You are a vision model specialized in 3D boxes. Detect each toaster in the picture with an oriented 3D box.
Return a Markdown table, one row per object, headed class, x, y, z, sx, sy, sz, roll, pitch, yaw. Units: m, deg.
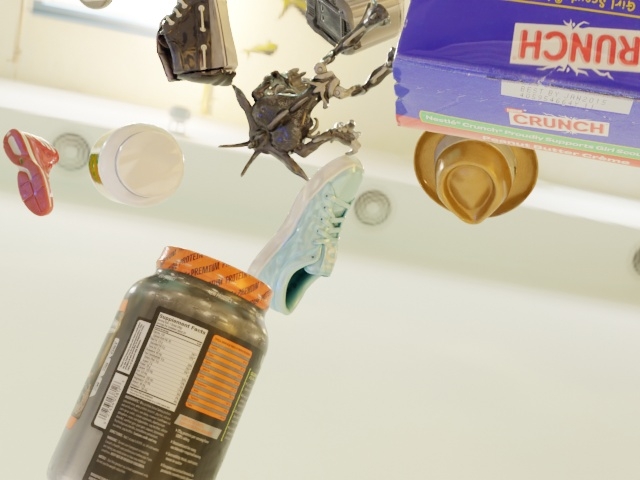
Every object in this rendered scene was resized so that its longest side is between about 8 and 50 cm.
| class | x | y | z | sx | sy | sz | roll | pitch | yaw |
| --- | --- | --- | --- | --- | --- | --- | --- | --- | --- |
| toaster | 0.074 | -0.474 | 1.734 | 0.146 | 0.129 | 0.227 | -23 | -135 | -19 |

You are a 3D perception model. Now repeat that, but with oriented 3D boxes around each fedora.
| class | x | y | z | sx | sy | sz | roll | pitch | yaw |
| --- | --- | --- | --- | --- | --- | --- | --- | --- | --- |
| fedora | 0.217 | -0.087 | 1.205 | 0.194 | 0.194 | 0.079 | 14 | -133 | 6 |

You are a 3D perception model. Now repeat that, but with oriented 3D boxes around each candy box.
| class | x | y | z | sx | sy | sz | roll | pitch | yaw |
| --- | --- | --- | --- | --- | --- | --- | --- | --- | --- |
| candy box | 0.223 | -0.226 | 0.661 | 0.268 | 0.317 | 0.122 | 13 | 162 | 13 |

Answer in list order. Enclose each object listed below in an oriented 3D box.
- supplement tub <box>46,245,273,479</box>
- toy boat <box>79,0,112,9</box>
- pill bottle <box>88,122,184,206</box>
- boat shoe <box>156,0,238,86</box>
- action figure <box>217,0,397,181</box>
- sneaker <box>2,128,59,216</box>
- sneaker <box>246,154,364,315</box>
| class | x | y | z | sx | sy | sz | roll | pitch | yaw |
| --- | --- | --- | --- | --- | --- | --- | --- | --- | --- |
| supplement tub | -0.198 | 0.192 | 1.107 | 0.207 | 0.338 | 0.207 | 21 | 167 | 5 |
| toy boat | -0.481 | -0.486 | 1.475 | 0.318 | 0.148 | 0.267 | 17 | -140 | 38 |
| pill bottle | -0.301 | -0.124 | 1.388 | 0.136 | 0.136 | 0.246 | 5 | -178 | -22 |
| boat shoe | -0.298 | -0.510 | 1.899 | 0.158 | 0.340 | 0.127 | -9 | 169 | -29 |
| action figure | -0.002 | -0.183 | 1.117 | 0.164 | 0.276 | 0.141 | 54 | -173 | 9 |
| sneaker | -0.643 | -0.159 | 1.970 | 0.087 | 0.221 | 0.128 | -27 | 169 | 25 |
| sneaker | 0.000 | 0.000 | 1.753 | 0.150 | 0.366 | 0.135 | 44 | -162 | 31 |
